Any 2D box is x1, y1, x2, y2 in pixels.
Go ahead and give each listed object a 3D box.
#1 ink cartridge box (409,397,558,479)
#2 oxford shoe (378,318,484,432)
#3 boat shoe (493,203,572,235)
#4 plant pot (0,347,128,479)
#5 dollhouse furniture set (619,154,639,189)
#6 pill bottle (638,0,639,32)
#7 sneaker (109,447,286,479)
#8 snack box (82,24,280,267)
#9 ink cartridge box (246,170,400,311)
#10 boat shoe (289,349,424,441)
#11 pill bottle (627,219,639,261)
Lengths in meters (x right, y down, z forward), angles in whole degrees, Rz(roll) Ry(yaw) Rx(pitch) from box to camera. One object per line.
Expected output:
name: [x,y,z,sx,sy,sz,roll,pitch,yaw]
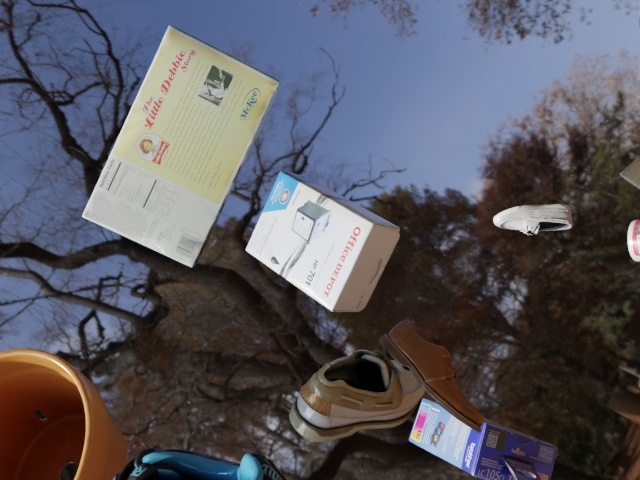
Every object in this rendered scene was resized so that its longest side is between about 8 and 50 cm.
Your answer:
ink cartridge box: [0.480,0.598,1.674,0.270,0.395,0.151,22,-102,-19]
oxford shoe: [0.191,0.214,0.929,0.076,0.212,0.076,-42,-18,-3]
boat shoe: [0.523,-0.044,1.421,0.066,0.184,0.063,87,-179,-58]
plant pot: [-0.419,0.329,0.849,0.291,0.291,0.203,-52,-27,-17]
dollhouse furniture set: [0.653,-0.084,1.098,0.123,0.144,0.151,-40,-27,-9]
pill bottle: [0.353,-0.239,0.434,0.204,0.204,0.361,-54,-40,-13]
sneaker: [-0.139,0.226,0.481,0.139,0.341,0.125,64,-148,-22]
snack box: [-0.214,-0.142,0.902,0.322,0.187,0.060,-63,6,5]
ink cartridge box: [0.000,0.000,0.851,0.082,0.191,0.139,11,-73,-52]
boat shoe: [0.087,0.241,0.952,0.302,0.113,0.103,-4,-55,-49]
pill bottle: [0.860,-0.003,1.404,0.108,0.180,0.108,2,-93,-43]
